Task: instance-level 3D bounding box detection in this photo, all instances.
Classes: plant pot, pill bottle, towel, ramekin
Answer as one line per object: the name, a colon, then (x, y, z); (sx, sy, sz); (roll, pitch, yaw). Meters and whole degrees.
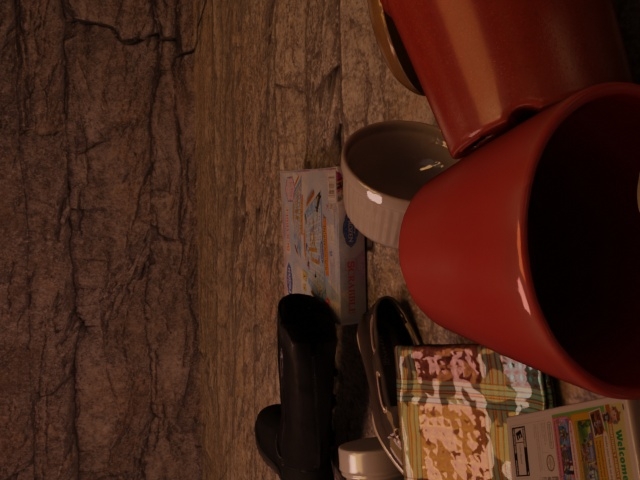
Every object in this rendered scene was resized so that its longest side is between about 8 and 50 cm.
plant pot: (0.204, -0.244, 0.740); (0.272, 0.272, 0.265); (-34, 70, 63)
pill bottle: (0.112, 0.506, 1.127); (0.176, 0.176, 0.319); (158, 107, -65)
plant pot: (0.120, -0.322, 0.962); (0.032, 0.236, 0.236); (-9, 83, 29)
towel: (0.218, 0.330, 0.929); (0.271, 0.040, 0.370); (-11, 82, 46)
plant pot: (0.222, 0.006, 0.678); (0.243, 0.275, 0.275); (-8, 86, 64)
ramekin: (0.129, -0.079, 0.990); (0.207, 0.207, 0.109); (-117, 24, -43)

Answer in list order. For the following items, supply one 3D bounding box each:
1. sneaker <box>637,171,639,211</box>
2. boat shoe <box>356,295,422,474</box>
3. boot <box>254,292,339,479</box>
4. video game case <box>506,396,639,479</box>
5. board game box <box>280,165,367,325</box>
sneaker: (0.363, -0.133, 0.553); (0.126, 0.127, 0.321); (3, 71, 65)
boat shoe: (0.138, 0.243, 1.117); (0.095, 0.112, 0.335); (106, 154, -46)
boot: (-0.062, 0.320, 1.456); (0.367, 0.146, 0.445); (-141, 42, -58)
video game case: (0.266, 0.277, 0.679); (0.193, 0.023, 0.212); (136, 139, -60)
board game box: (0.000, 0.000, 1.457); (0.318, 0.066, 0.319); (-168, 76, -66)
